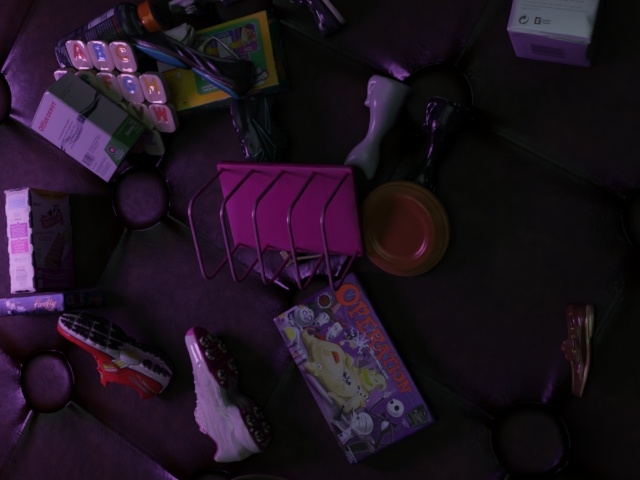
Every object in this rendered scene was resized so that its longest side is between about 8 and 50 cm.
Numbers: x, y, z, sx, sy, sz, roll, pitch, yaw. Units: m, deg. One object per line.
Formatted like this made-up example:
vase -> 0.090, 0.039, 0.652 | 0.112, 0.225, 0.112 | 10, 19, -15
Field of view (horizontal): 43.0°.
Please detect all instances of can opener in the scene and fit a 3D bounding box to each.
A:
can opener -> -0.211, -0.563, 1.781 | 0.280, 0.074, 0.093 | -13, 84, 17

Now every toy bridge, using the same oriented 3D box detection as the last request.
toy bridge -> 0.000, 0.000, 1.724 | 0.188, 0.026, 0.063 | -38, 79, 14

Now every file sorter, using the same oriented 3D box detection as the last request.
file sorter -> -0.086, -0.023, 1.599 | 0.290, 0.182, 0.202 | 4, 123, 20

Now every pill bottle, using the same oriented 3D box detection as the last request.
pill bottle -> -0.460, -0.448, 1.827 | 0.245, 0.130, 0.130 | -24, 82, 16

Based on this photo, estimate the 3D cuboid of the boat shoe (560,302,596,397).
boat shoe -> 0.488, 0.207, 1.547 | 0.060, 0.064, 0.178 | 4, 83, 23

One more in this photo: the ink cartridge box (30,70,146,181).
ink cartridge box -> -0.511, -0.249, 1.787 | 0.208, 0.087, 0.153 | 37, 140, -13

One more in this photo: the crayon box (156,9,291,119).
crayon box -> -0.215, -0.377, 1.773 | 0.278, 0.081, 0.165 | -11, 85, 17

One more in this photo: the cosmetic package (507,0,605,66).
cosmetic package -> 0.465, -0.537, 1.494 | 0.156, 0.217, 0.385 | 14, 95, 18

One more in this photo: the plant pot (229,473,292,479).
plant pot -> -0.115, 0.684, 1.622 | 0.323, 0.323, 0.280 | 29, 113, 16

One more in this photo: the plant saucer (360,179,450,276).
plant saucer -> 0.161, -0.020, 1.638 | 0.200, 0.037, 0.200 | 7, 107, 26

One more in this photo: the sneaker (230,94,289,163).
sneaker -> -0.112, -0.180, 1.727 | 0.106, 0.101, 0.267 | -15, 95, -2

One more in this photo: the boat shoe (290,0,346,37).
boat shoe -> -0.035, -0.516, 1.705 | 0.065, 0.075, 0.206 | -41, 98, 13

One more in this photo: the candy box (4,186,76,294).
candy box -> -0.638, 0.002, 1.858 | 0.071, 0.159, 0.233 | -7, 87, 16

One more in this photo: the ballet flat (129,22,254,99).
ballet flat -> -0.262, -0.390, 1.704 | 0.280, 0.095, 0.096 | 26, 87, 6

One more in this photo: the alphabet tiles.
alphabet tiles -> -0.448, -0.308, 1.783 | 0.284, 0.021, 0.278 | 8, 130, 22

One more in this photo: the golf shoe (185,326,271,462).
golf shoe -> -0.231, 0.336, 1.747 | 0.140, 0.115, 0.306 | -33, 78, 18

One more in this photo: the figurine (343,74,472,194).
figurine -> 0.168, -0.204, 1.649 | 0.215, 0.092, 0.209 | 24, 100, 18

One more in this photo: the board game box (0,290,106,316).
board game box -> -0.639, 0.146, 1.852 | 0.243, 0.165, 0.042 | -6, 87, 17

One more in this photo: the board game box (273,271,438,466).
board game box -> 0.069, 0.264, 1.686 | 0.208, 0.056, 0.347 | -31, 79, 10

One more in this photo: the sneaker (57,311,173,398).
sneaker -> -0.467, 0.263, 1.792 | 0.279, 0.107, 0.118 | 34, 109, -8
